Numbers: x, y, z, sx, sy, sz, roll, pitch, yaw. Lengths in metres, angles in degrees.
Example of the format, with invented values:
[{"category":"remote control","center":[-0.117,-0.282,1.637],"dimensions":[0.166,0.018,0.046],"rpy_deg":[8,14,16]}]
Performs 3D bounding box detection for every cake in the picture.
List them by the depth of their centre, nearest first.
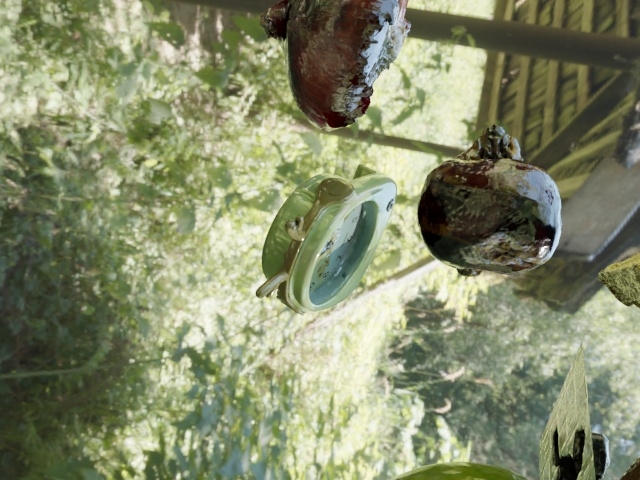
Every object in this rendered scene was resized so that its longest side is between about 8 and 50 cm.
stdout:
[{"category":"cake","center":[0.483,0.049,0.904],"dimensions":[0.185,0.116,0.079],"rpy_deg":[70,-5,-76]}]

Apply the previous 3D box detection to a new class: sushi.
[{"category":"sushi","center":[0.486,0.431,1.178],"dimensions":[0.359,0.064,0.343],"rpy_deg":[-67,164,-51]}]

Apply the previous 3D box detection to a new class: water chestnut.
[{"category":"water chestnut","center":[0.269,-0.057,0.976],"dimensions":[0.223,0.224,0.238],"rpy_deg":[39,62,-85]}]

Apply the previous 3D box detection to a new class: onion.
[{"category":"onion","center":[0.018,-0.290,0.854],"dimensions":[0.272,0.195,0.271],"rpy_deg":[-158,-90,-90]}]

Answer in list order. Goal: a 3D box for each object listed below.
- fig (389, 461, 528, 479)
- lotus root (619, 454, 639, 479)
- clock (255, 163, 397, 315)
[{"category":"fig","center":[0.140,0.291,0.633],"dimensions":[0.167,0.234,0.167],"rpy_deg":[-38,145,-33]},{"category":"lotus root","center":[0.368,0.211,0.623],"dimensions":[0.329,0.078,0.167],"rpy_deg":[-51,164,-1]},{"category":"clock","center":[0.000,0.000,0.978],"dimensions":[0.308,0.096,0.235],"rpy_deg":[-16,133,-60]}]
